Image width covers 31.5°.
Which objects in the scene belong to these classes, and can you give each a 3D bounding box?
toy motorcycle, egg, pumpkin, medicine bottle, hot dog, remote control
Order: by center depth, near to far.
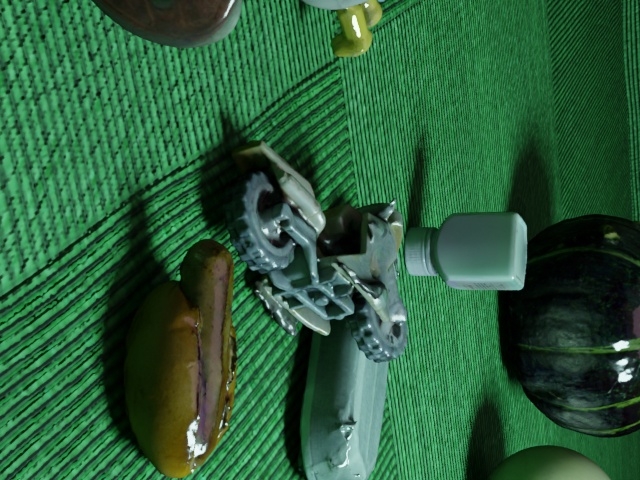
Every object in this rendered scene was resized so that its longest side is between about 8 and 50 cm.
[{"bbox_3d":[-0.078,0.072,0.682,0.090,0.060,0.140,42,48,-67],"label":"hot dog"},{"bbox_3d":[0.001,0.000,0.852,0.229,0.094,0.129,41,45,-45],"label":"toy motorcycle"},{"bbox_3d":[0.026,0.093,0.954,0.104,0.052,0.247,58,35,-54],"label":"remote control"},{"bbox_3d":[0.150,0.011,1.170,0.055,0.118,0.074,34,58,-65],"label":"medicine bottle"},{"bbox_3d":[0.285,0.361,1.412,0.241,0.186,0.186,76,24,-46],"label":"egg"},{"bbox_3d":[0.393,0.120,1.608,0.323,0.241,0.323,-2,90,-69],"label":"pumpkin"}]

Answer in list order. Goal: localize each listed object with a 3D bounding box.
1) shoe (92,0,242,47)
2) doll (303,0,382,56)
[{"bbox_3d":[-0.083,-0.242,0.622,0.137,0.114,0.291,18,69,-73],"label":"shoe"},{"bbox_3d":[0.001,-0.273,0.828,0.138,0.119,0.293,-80,163,-44],"label":"doll"}]
